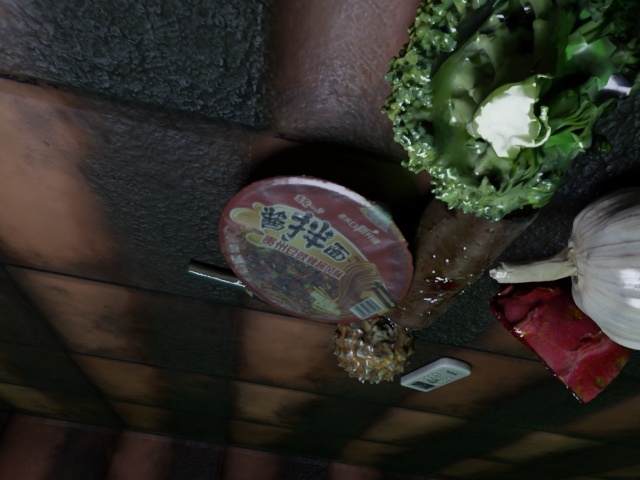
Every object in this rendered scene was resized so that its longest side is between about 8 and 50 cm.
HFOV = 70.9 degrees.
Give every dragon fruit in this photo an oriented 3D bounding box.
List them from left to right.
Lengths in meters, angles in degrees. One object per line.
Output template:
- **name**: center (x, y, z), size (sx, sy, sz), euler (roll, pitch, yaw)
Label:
- **dragon fruit**: center (0.368, 0.121, 0.696), size (0.189, 0.162, 0.262), euler (-16, 180, 12)

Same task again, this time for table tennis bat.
- **table tennis bat**: center (-0.102, 0.096, 0.849), size (0.301, 0.022, 0.173), euler (16, 154, -5)

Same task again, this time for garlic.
- **garlic**: center (0.330, 0.039, 0.559), size (0.226, 0.199, 0.199), euler (-7, 142, 16)

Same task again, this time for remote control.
- **remote control**: center (0.287, 0.338, 1.125), size (0.088, 0.029, 0.190), euler (20, 142, -18)

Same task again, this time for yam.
- **yam**: center (0.171, 0.012, 0.618), size (0.131, 0.131, 0.279), euler (12, 142, -7)

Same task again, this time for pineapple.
- **pineapple**: center (0.102, 0.198, 0.864), size (0.166, 0.166, 0.193), euler (10, 151, -3)

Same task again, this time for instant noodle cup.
- **instant noodle cup**: center (0.000, 0.000, 0.636), size (0.274, 0.090, 0.274), euler (9, 132, 11)

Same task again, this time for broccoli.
- **broccoli**: center (0.159, -0.136, 0.373), size (0.198, 0.176, 0.226), euler (22, 159, -7)
